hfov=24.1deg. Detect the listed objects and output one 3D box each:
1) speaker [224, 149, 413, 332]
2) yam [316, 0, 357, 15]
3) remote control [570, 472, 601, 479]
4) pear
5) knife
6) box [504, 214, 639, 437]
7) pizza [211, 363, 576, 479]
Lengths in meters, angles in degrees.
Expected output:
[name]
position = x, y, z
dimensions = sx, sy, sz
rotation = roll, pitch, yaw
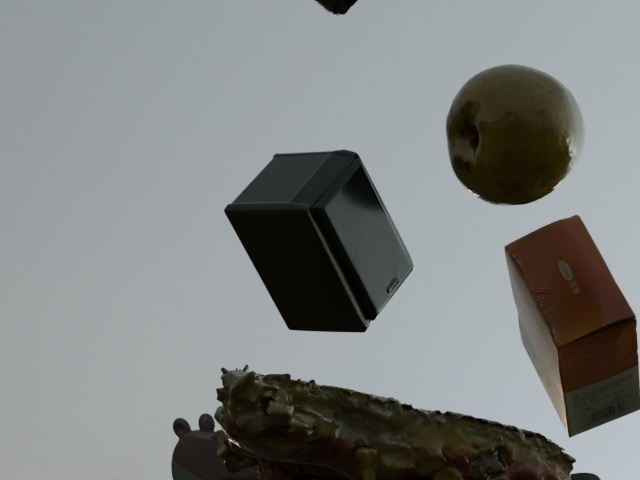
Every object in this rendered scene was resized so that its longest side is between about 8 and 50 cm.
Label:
[speaker]
position = 0.000, 0.000, 2.206
dimensions = 0.192, 0.153, 0.231
rotation = 1, -51, 42
[yam]
position = -0.007, -0.337, 1.817
dimensions = 0.141, 0.079, 0.079
rotation = 36, -27, -25
[remote control]
position = 0.380, 0.399, 2.214
dimensions = 0.077, 0.022, 0.245
rotation = -9, 13, 11
[pear]
position = 0.290, -0.153, 2.205
dimensions = 0.209, 0.209, 0.209
rotation = 7, -15, 2
[knife]
position = -0.044, 0.295, 2.056
dimensions = 0.398, 0.132, 0.038
rotation = -7, 3, 32
[box]
position = 0.427, 0.147, 2.517
dimensions = 0.143, 0.225, 0.341
rotation = -22, -35, -2
[pizza]
position = 0.003, 0.216, 1.545
dimensions = 0.440, 0.130, 0.406
rotation = 1, -16, 37
